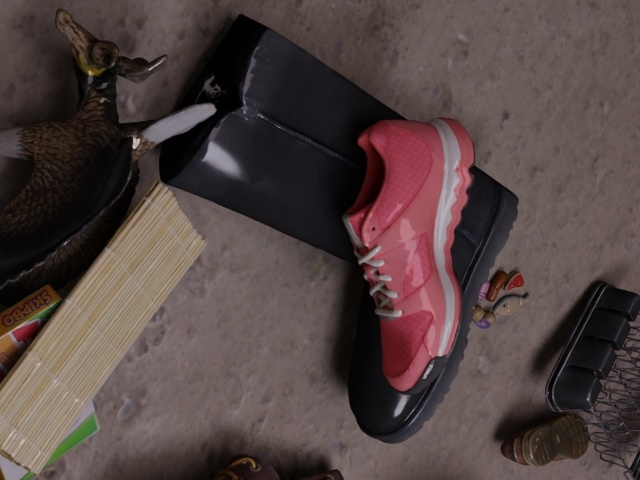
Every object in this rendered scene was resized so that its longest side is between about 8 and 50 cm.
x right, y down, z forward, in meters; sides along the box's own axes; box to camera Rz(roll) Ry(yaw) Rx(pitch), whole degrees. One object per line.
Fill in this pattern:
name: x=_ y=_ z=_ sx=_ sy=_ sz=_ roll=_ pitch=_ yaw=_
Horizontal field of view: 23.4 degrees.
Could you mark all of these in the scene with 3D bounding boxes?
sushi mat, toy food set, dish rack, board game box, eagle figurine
sushi mat: x=-0.235 y=0.095 z=1.613 sx=0.316 sy=0.019 sz=0.151 roll=-54 pitch=154 yaw=-12
toy food set: x=0.232 y=0.076 z=2.058 sx=0.122 sy=0.019 sz=0.078 roll=-23 pitch=115 yaw=-28
dish rack: x=0.431 y=0.216 z=2.183 sx=0.208 sy=0.074 sz=0.271 roll=-57 pitch=132 yaw=-25
board game box: x=-0.308 y=0.166 z=1.639 sx=0.124 sy=0.039 sz=0.259 roll=-34 pitch=147 yaw=-22
eagle figurine: x=-0.265 y=-0.060 z=1.577 sx=0.226 sy=0.225 sz=0.298 roll=20 pitch=80 yaw=-47

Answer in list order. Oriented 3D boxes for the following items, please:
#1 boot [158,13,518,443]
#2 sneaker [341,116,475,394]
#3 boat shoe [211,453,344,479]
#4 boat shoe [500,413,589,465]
boot: x=0.001 y=-0.002 z=1.794 sx=0.445 sy=0.146 sz=0.367 roll=30 pitch=77 yaw=-40
sneaker: x=0.080 y=0.013 z=1.728 sx=0.136 sy=0.116 sz=0.314 roll=6 pitch=86 yaw=-26
boat shoe: x=-0.094 y=0.316 z=1.847 sx=0.342 sy=0.123 sz=0.123 roll=5 pitch=66 yaw=-39
boat shoe: x=0.313 y=0.276 z=2.149 sx=0.178 sy=0.060 sz=0.064 roll=-3 pitch=87 yaw=-52
